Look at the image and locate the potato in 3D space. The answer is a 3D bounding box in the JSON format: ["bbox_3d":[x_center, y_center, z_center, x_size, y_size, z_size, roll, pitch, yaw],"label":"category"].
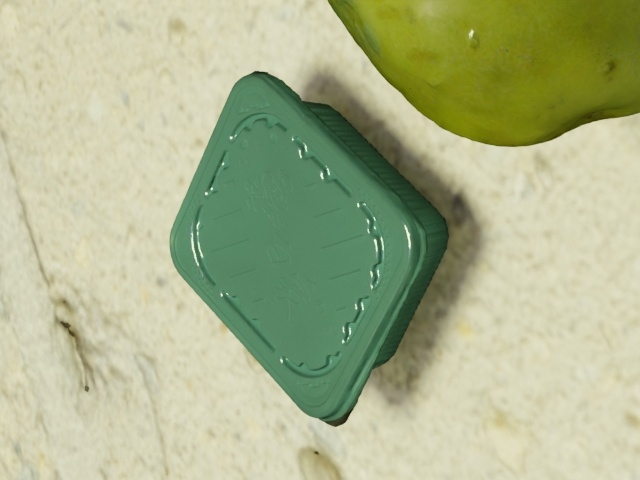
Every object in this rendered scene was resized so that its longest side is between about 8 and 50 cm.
[{"bbox_3d":[0.075,-0.196,0.947,0.216,0.216,0.304,-35,68,46],"label":"potato"}]

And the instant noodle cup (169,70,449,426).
[{"bbox_3d":[0.000,0.000,1.176,0.179,0.070,0.157,47,128,31],"label":"instant noodle cup"}]
